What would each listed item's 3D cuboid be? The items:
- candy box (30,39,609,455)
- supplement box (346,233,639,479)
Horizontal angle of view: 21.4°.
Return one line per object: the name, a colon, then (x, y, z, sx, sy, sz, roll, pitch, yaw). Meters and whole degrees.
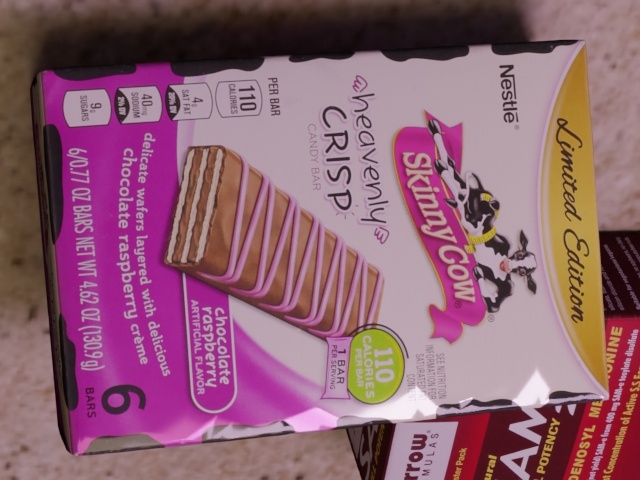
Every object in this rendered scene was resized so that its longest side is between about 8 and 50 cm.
candy box: (0.000, 0.000, 0.727, 0.233, 0.071, 0.159, -5, 92, -13)
supplement box: (0.142, 0.067, 0.865, 0.239, 0.073, 0.130, -1, 127, -13)
